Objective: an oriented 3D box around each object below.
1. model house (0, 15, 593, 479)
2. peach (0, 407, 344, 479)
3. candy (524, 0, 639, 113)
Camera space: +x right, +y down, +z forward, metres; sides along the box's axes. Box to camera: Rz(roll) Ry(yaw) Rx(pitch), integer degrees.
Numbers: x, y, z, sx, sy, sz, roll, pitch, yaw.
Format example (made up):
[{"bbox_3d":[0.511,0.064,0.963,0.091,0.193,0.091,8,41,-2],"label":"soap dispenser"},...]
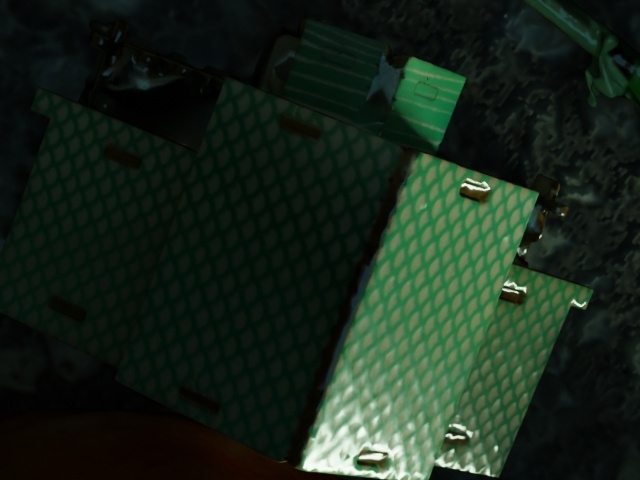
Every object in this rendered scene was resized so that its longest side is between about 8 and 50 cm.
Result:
[{"bbox_3d":[0.000,0.000,0.725,0.271,0.206,0.178,23,97,-10],"label":"model house"},{"bbox_3d":[-0.101,0.242,0.688,0.372,0.290,0.373,-22,130,-29],"label":"peach"},{"bbox_3d":[0.133,-0.088,0.803,0.323,0.097,0.097,39,93,-3],"label":"candy"}]
